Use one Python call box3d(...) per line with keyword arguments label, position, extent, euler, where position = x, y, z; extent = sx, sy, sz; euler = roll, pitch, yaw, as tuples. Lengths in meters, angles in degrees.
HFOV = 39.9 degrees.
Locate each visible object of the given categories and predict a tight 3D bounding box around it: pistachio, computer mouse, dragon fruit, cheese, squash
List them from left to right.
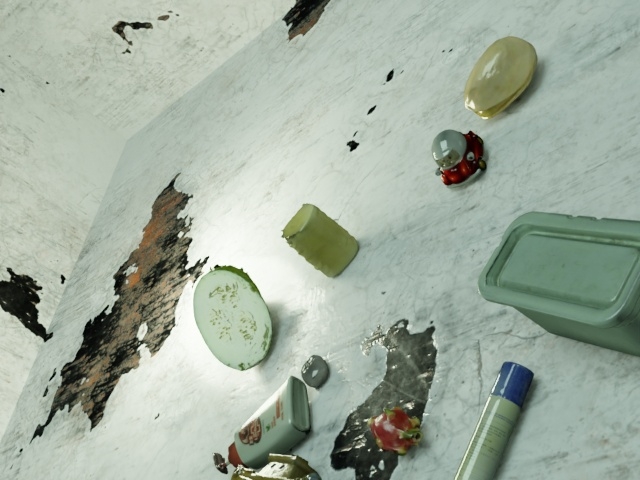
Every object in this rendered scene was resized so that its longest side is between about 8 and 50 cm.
box3d(label="squash", position=(-0.227, 0.191, 2.246), extent=(0.189, 0.189, 0.260), euler=(-49, 24, 8))
box3d(label="computer mouse", position=(-0.017, 0.289, 1.973), extent=(0.066, 0.039, 0.096), euler=(-50, 28, 6))
box3d(label="cheese", position=(0.000, 0.000, 2.142), extent=(0.123, 0.167, 0.094), euler=(-52, 26, -5))
box3d(label="dragon fruit", position=(0.142, 0.354, 1.621), extent=(0.086, 0.081, 0.116), euler=(-47, 26, -12))
box3d(label="pistachio", position=(0.409, -0.373, 2.007), extent=(0.200, 0.117, 0.145), euler=(-52, 33, 3))

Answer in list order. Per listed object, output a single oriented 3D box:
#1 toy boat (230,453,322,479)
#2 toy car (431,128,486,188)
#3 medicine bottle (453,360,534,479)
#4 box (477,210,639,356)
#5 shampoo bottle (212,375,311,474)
box3d(label="toy boat", position=(-0.083, 0.494, 1.790), extent=(0.321, 0.089, 0.121), euler=(-10, 44, 54))
box3d(label="toy car", position=(0.300, -0.201, 1.978), extent=(0.112, 0.112, 0.139), euler=(-27, 38, 40))
box3d(label="medicine bottle", position=(0.288, 0.315, 1.465), extent=(0.059, 0.059, 0.230), euler=(-1, 56, 56))
box3d(label="box", position=(0.428, 0.079, 1.395), extent=(0.175, 0.182, 0.312), euler=(-58, 29, -12))
box3d(label="shampoo bottle", position=(-0.140, 0.436, 1.954), extent=(0.284, 0.071, 0.153), euler=(-40, 33, 22))
